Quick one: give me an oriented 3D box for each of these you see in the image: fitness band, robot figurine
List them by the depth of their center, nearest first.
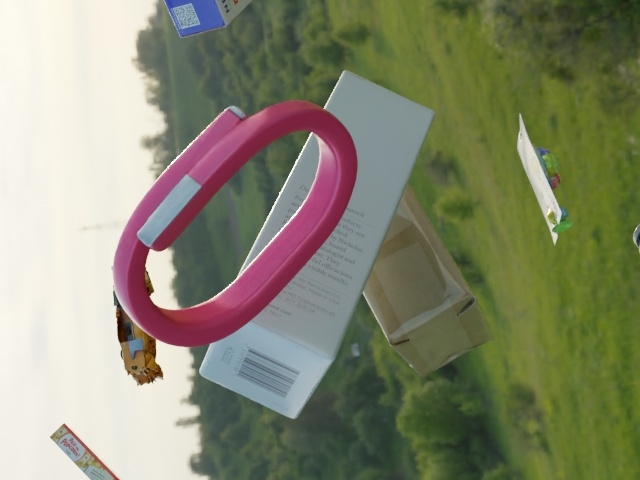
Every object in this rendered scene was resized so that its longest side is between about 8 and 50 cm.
[{"bbox_3d":[-0.083,-0.018,0.986,0.054,0.291,0.209,40,175,36],"label":"fitness band"},{"bbox_3d":[-0.418,0.175,2.199,0.211,0.085,0.291,95,166,-72],"label":"robot figurine"}]

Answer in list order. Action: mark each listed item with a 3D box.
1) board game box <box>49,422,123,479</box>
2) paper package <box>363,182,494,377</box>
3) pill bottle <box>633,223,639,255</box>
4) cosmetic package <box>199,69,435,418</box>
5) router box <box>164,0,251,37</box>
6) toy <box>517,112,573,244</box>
[{"bbox_3d":[-0.491,0.484,2.082,0.193,0.045,0.147,43,164,8],"label":"board game box"},{"bbox_3d":[0.160,0.053,1.789,0.324,0.168,0.309,62,-174,25],"label":"paper package"},{"bbox_3d":[0.840,0.034,2.312,0.219,0.123,0.122,-112,17,-60],"label":"pill bottle"},{"bbox_3d":[0.000,0.000,1.407,0.230,0.162,0.453,116,179,-56],"label":"cosmetic package"},{"bbox_3d":[-0.175,-0.513,1.407,0.335,0.082,0.301,68,-150,-27],"label":"router box"},{"bbox_3d":[0.449,-0.125,1.912,0.137,0.056,0.237,74,-176,-62],"label":"toy"}]
